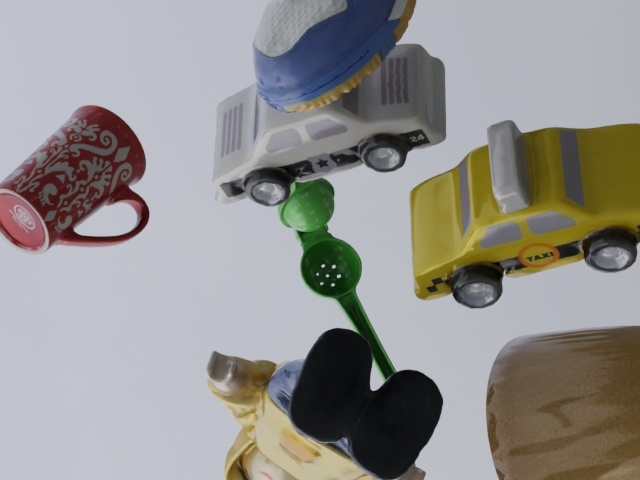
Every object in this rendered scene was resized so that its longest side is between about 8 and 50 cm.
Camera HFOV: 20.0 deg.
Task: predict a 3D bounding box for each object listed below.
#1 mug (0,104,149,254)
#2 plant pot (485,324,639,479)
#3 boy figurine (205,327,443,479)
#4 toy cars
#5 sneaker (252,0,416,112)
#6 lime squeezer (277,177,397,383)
[{"bbox_3d":[-0.281,-0.058,2.084,0.169,0.150,0.113,-45,-22,-41],"label":"mug"},{"bbox_3d":[0.335,0.177,1.814,0.237,0.254,0.237,27,-127,-43],"label":"plant pot"},{"bbox_3d":[-0.013,0.138,1.324,0.177,0.285,0.092,32,-113,-7],"label":"boy figurine"},{"bbox_3d":[0.064,-0.065,1.264,0.176,0.394,0.087,-52,-43,-15],"label":"toy cars"},{"bbox_3d":[0.009,-0.225,1.232,0.131,0.112,0.296,51,-130,-41],"label":"sneaker"},{"bbox_3d":[0.000,0.000,1.609,0.110,0.059,0.310,-102,-8,-72],"label":"lime squeezer"}]
